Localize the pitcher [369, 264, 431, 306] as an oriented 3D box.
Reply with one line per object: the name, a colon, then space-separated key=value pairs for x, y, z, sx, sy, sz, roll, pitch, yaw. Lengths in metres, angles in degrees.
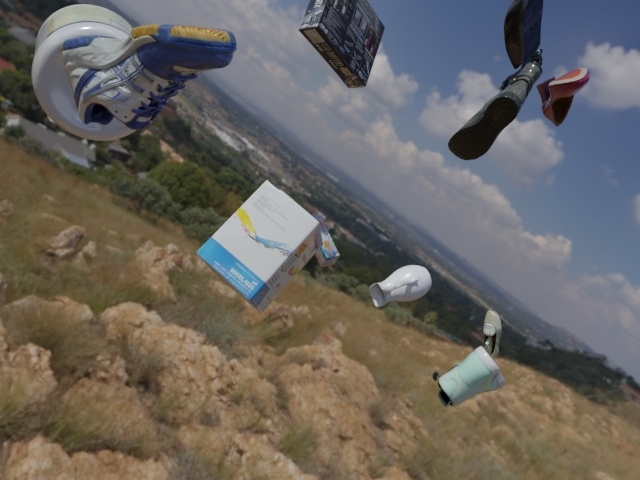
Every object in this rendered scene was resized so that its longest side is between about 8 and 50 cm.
pitcher: x=0.297 y=0.159 z=1.792 sx=0.178 sy=0.207 sz=0.126 roll=133 pitch=-61 yaw=-72

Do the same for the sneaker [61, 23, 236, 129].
sneaker: x=-0.234 y=-0.224 z=0.706 sx=0.296 sy=0.131 sz=0.111 roll=5 pitch=15 yaw=31

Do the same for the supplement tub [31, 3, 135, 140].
supplement tub: x=-0.500 y=-0.383 z=1.114 sx=0.235 sy=0.235 sz=0.325 roll=31 pitch=15 yaw=-38

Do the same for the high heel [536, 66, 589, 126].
high heel: x=0.876 y=-0.495 z=1.773 sx=0.182 sy=0.127 sz=0.377 roll=62 pitch=15 yaw=-8

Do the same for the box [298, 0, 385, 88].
box: x=0.080 y=-0.684 z=1.623 sx=0.076 sy=0.243 sz=0.307 roll=8 pitch=-15 yaw=38

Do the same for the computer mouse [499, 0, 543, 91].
computer mouse: x=0.540 y=-0.550 z=1.370 sx=0.072 sy=0.188 sz=0.272 roll=30 pitch=-28 yaw=36

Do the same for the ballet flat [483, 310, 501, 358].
ballet flat: x=0.546 y=0.307 z=1.609 sx=0.057 sy=0.169 sz=0.052 roll=9 pitch=25 yaw=43

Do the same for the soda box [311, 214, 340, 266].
soda box: x=0.000 y=0.000 z=1.796 sx=0.058 sy=0.063 sz=0.183 roll=-10 pitch=61 yaw=-30

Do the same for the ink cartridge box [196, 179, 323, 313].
ink cartridge box: x=-0.131 y=0.018 z=1.171 sx=0.168 sy=0.233 sz=0.171 roll=39 pitch=-13 yaw=14

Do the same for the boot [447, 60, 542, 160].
boot: x=0.416 y=-0.298 z=1.187 sx=0.083 sy=0.161 sz=0.246 roll=42 pitch=-29 yaw=-1

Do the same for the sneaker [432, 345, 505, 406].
sneaker: x=0.344 y=0.329 z=1.182 sx=0.094 sy=0.151 sz=0.256 roll=57 pitch=7 yaw=32
